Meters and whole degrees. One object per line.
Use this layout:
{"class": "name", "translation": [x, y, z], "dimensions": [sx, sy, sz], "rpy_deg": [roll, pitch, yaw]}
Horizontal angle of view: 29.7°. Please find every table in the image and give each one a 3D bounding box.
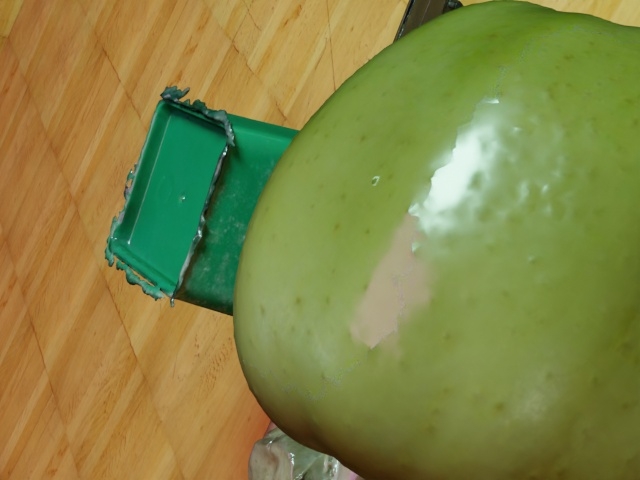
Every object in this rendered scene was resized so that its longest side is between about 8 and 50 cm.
{"class": "table", "translation": [0.147, -0.251, 1.442], "dimensions": [0.082, 0.070, 0.083], "rpy_deg": [34, 106, 55]}

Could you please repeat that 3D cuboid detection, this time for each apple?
{"class": "apple", "translation": [0.169, 0.032, 0.985], "dimensions": [0.474, 0.474, 0.473], "rpy_deg": [-25, 58, 49]}

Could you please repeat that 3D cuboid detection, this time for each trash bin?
{"class": "trash bin", "translation": [0.000, 0.000, 1.283], "dimensions": [0.295, 0.381, 0.259], "rpy_deg": [28, 102, 55]}

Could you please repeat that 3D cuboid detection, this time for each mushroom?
{"class": "mushroom", "translation": [0.012, 0.260, 1.352], "dimensions": [0.255, 0.184, 0.254], "rpy_deg": [-1, 89, 58]}
